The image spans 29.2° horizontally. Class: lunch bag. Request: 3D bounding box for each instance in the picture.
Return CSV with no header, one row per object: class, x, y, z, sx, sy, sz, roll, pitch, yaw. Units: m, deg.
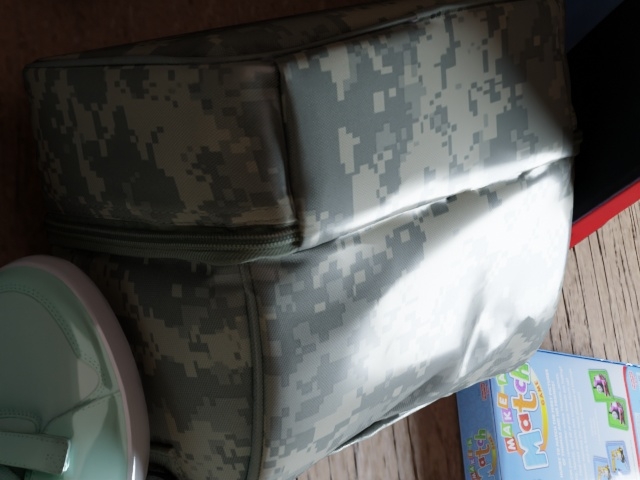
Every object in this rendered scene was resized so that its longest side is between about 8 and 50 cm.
lunch bag,0.000,0.000,0.702,0.305,0.212,0.256,-19,104,-43

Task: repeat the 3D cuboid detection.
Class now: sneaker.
sneaker,-0.153,0.126,0.539,0.151,0.094,0.256,19,69,-65

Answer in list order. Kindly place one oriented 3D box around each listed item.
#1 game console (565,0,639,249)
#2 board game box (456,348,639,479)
game console,0.155,-0.185,0.836,0.060,0.342,0.386,3,69,-15
board game box,0.191,0.167,0.934,0.211,0.039,0.160,13,65,-40
